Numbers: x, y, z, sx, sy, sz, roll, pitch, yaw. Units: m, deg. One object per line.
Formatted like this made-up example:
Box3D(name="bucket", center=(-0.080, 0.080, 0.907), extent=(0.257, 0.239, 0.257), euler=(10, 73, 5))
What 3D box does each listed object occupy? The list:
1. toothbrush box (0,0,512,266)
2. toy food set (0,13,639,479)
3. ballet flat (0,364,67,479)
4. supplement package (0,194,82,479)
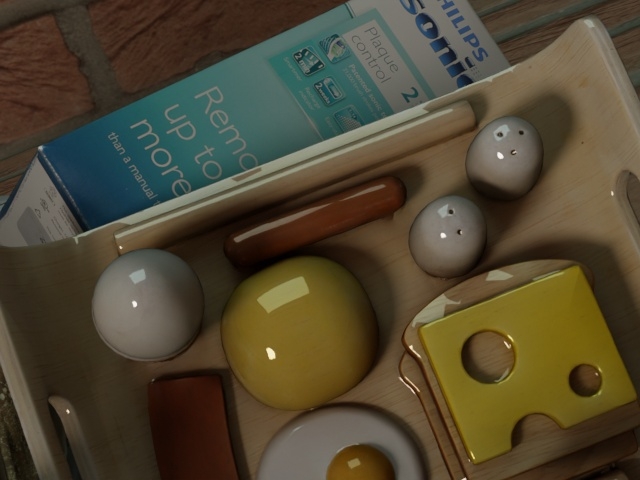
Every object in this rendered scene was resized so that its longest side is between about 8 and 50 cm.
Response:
Box3D(name="toothbrush box", center=(0.000, 0.000, 0.771), extent=(0.295, 0.216, 0.126), euler=(-29, -5, -33))
Box3D(name="toy food set", center=(0.024, 0.050, 0.589), extent=(0.306, 0.220, 0.092), euler=(-21, -11, -4))
Box3D(name="ballet flat", center=(-0.161, 0.129, 0.697), extent=(0.067, 0.206, 0.073), euler=(9, -14, -44))
Box3D(name="supplement package", center=(-0.229, 0.080, 0.897), extent=(0.293, 0.178, 0.175), euler=(-3, 24, 46))
